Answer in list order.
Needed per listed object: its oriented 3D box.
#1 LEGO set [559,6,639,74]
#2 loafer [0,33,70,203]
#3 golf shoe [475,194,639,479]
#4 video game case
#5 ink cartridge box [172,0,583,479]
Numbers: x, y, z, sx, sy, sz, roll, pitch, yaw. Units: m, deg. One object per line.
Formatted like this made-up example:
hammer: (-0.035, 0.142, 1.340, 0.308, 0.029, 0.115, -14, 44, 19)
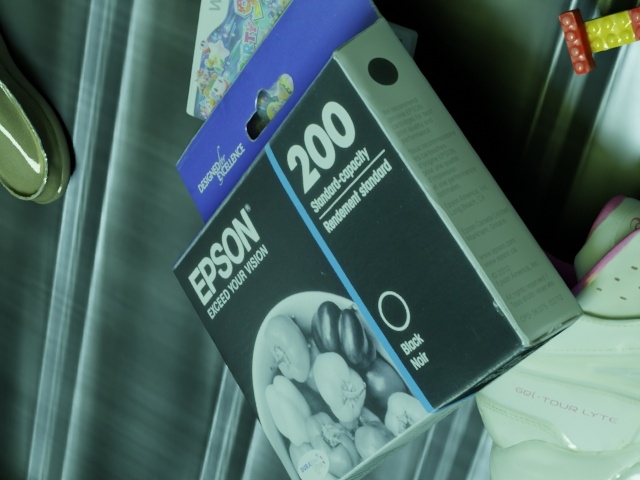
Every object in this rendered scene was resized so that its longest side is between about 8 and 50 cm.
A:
LEGO set: (0.134, -0.150, 0.524, 0.244, 0.060, 0.182, 33, 125, 19)
loafer: (-0.203, -0.083, 0.766, 0.056, 0.050, 0.148, -29, 93, 37)
golf shoe: (0.179, 0.038, 0.537, 0.306, 0.115, 0.140, -19, 91, 42)
video game case: (-0.013, -0.086, 0.672, 0.122, 0.011, 0.087, 24, 121, 22)
ink cartridge box: (0.000, 0.000, 0.626, 0.208, 0.045, 0.206, 59, 141, 14)
